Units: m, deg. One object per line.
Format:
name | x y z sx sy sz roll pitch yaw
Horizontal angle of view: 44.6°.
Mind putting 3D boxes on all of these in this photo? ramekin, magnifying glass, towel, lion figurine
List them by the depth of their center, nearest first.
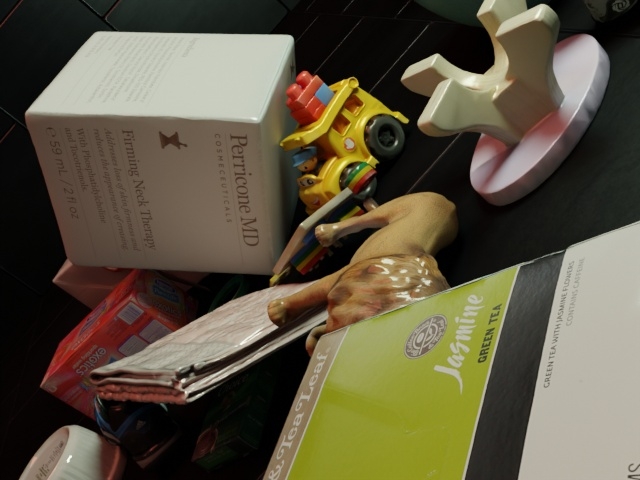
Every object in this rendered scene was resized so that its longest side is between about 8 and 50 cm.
lion figurine | 0.091 0.025 0.939 0.240 0.142 0.392 -23 29 35
towel | -0.144 0.140 1.133 0.317 0.053 0.332 -27 7 -35
ramekin | -0.445 0.422 1.359 0.207 0.109 0.207 -41 23 21
magnifying glass | -0.203 0.159 1.438 0.092 0.026 0.231 -11 44 58

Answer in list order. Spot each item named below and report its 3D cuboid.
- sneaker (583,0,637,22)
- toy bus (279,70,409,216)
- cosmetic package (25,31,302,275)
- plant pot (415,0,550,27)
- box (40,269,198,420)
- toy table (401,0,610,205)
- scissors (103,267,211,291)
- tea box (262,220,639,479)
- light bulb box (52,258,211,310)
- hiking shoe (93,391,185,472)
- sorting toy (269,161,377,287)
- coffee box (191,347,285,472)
sneaker | 0.336 -0.341 1.051 0.229 0.132 0.086 7 66 31
toy bus | 0.009 -0.171 1.317 0.149 0.211 0.220 -3 52 60
cosmetic package | -0.254 -0.167 1.428 0.394 0.329 0.327 3 38 8
plant pot | 0.284 -0.461 1.270 0.290 0.195 0.290 -39 26 23
box | -0.401 0.207 1.573 0.300 0.154 0.142 -43 22 21
toy table | 0.235 -0.198 0.991 0.252 0.161 0.274 -23 35 49
scissors | -0.369 0.062 1.638 0.109 0.297 0.021 -62 -2 38
tea box | 0.117 0.209 0.466 0.324 0.220 0.329 -24 32 46
light bulb box | -0.385 -0.036 1.839 0.358 0.225 0.361 -33 26 36
hiking shoe | -0.321 0.275 1.302 0.113 0.132 0.304 -39 19 -25
sorting toy | 0.000 0.000 1.193 0.132 0.046 0.274 -39 -11 -38
coffee box | -0.117 0.233 1.125 0.113 0.040 0.184 -34 27 36
